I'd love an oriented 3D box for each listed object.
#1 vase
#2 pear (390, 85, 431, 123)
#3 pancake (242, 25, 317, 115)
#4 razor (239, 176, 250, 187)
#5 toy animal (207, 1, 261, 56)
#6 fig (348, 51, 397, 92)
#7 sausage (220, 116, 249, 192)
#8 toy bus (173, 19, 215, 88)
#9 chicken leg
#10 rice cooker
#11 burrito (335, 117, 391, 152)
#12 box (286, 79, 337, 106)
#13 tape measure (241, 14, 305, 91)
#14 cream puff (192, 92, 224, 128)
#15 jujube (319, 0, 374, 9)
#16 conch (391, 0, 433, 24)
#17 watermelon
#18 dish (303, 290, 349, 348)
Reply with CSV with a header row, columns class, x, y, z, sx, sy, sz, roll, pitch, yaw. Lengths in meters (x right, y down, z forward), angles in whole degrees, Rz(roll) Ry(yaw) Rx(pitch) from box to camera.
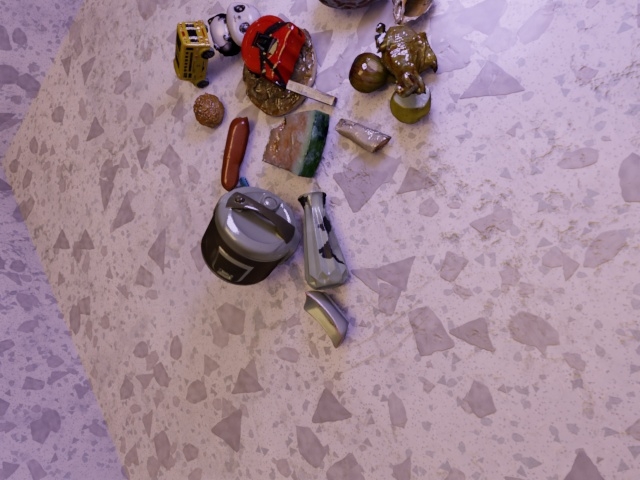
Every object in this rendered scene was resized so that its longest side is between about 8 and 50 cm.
class,x,y,z,sx,sy,sz,roll,pitch,yaw
vase,0.000,0.000,1.520,0.165,0.165,0.359,-19,72,28
pear,0.309,-0.462,1.389,0.141,0.104,0.140,-2,66,4
pancake,-0.174,-0.729,1.712,0.383,0.071,0.381,-1,89,27
razor,-0.294,-0.176,1.764,0.253,0.042,0.082,60,147,21
toy animal,-0.364,-0.937,1.785,0.235,0.165,0.186,-10,97,30
fig,0.222,-0.581,1.451,0.246,0.149,0.149,23,99,8
sausage,-0.385,-0.381,1.793,0.094,0.097,0.347,13,92,-12
toy bus,-0.585,-0.837,1.842,0.331,0.151,0.144,-33,74,64
chicken leg,0.301,-0.584,1.347,0.140,0.212,0.360,107,157,-54
rice cooker,-0.267,-0.015,1.538,0.325,0.336,0.334,-47,64,44
burrito,0.152,-0.391,1.502,0.226,0.060,0.086,35,99,27
box,-0.034,-0.581,1.596,0.207,0.050,0.041,23,102,10
tape measure,-0.202,-0.763,1.623,0.261,0.114,0.253,29,102,24
cream puff,-0.529,-0.611,1.889,0.165,0.115,0.150,30,105,28
jujube,0.104,-0.969,1.464,0.308,0.247,0.215,2,69,45
conch,0.313,-0.837,1.392,0.156,0.130,0.206,11,74,27
watermelon,-0.072,-0.391,1.603,0.302,0.151,0.263,25,103,47
dish,0.029,0.279,1.496,0.212,0.077,0.151,47,154,24
